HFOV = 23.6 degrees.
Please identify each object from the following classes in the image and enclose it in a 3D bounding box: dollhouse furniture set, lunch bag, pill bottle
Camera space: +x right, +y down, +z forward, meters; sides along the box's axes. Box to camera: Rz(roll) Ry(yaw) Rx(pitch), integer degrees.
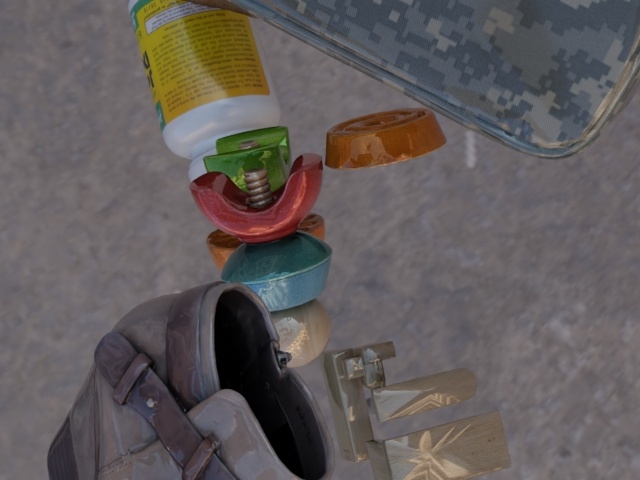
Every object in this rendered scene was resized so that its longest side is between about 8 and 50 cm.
[{"bbox_3d":[0.092,0.168,1.544,0.151,0.123,0.144,167,91,-72],"label":"dollhouse furniture set"},{"bbox_3d":[0.103,-0.207,0.931,0.305,0.256,0.212,28,117,10],"label":"lunch bag"},{"bbox_3d":[-0.105,-0.149,1.473,0.117,0.117,0.208,-24,76,33],"label":"pill bottle"}]

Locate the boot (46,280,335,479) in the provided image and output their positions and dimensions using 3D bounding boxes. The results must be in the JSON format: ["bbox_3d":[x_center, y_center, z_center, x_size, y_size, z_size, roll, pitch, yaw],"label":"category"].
[{"bbox_3d":[-0.027,0.072,0.372,0.087,0.042,0.118,-38,72,39],"label":"boot"}]

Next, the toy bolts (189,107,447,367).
[{"bbox_3d":[0.000,0.000,1.228,0.218,0.228,0.158,-9,104,11],"label":"toy bolts"}]

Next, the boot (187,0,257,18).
[{"bbox_3d":[-0.093,-0.294,1.441,0.115,0.305,0.112,23,121,-17],"label":"boot"}]
